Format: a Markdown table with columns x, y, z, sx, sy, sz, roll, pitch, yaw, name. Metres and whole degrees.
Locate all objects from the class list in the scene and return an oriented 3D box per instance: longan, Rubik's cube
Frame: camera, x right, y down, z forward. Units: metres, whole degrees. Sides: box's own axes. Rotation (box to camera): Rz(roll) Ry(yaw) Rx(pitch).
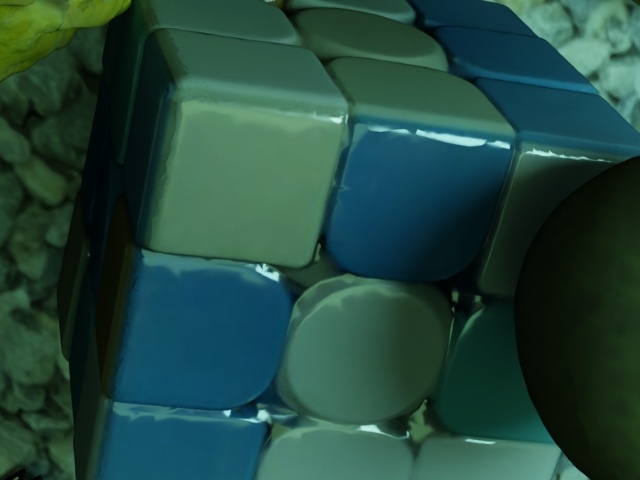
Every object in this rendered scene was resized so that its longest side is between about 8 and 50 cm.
| x | y | z | sx | sy | sz | roll | pitch | yaw | name |
| --- | --- | --- | --- | --- | --- | --- | --- | --- | --- |
| 0.213 | 0.050 | 0.859 | 0.198 | 0.198 | 0.213 | 3 | 97 | -14 | longan |
| 0.000 | 0.000 | 1.083 | 0.346 | 0.344 | 0.347 | 6 | 115 | -17 | Rubik's cube |

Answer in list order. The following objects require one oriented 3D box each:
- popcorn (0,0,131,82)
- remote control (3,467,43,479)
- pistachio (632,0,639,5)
| x | y | z | sx | sy | sz | roll | pitch | yaw | name |
| --- | --- | --- | --- | --- | --- | --- | --- | --- | --- |
| -0.171 | -0.247 | 0.889 | 0.264 | 0.225 | 0.332 | 5 | 129 | -35 | popcorn |
| -0.212 | 0.386 | 1.409 | 0.144 | 0.062 | 0.399 | -32 | 120 | 5 | remote control |
| 0.370 | -0.269 | 1.117 | 0.293 | 0.162 | 0.182 | -21 | 84 | -3 | pistachio |
